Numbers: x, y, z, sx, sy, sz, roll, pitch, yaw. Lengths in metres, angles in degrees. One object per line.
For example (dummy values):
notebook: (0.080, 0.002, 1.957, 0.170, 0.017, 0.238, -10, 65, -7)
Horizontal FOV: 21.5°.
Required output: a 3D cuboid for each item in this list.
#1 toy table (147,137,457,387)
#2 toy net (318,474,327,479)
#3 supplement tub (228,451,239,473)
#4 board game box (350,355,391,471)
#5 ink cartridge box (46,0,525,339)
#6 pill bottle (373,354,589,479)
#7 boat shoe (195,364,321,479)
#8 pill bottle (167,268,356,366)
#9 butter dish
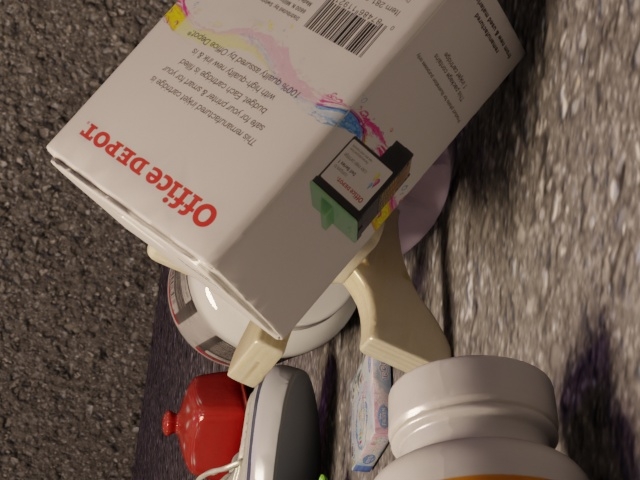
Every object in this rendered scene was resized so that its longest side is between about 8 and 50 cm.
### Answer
toy table: (0.000, 0.000, 1.346, 0.274, 0.252, 0.161, 109, 178, -53)
toy net: (0.003, 0.353, 1.632, 0.122, 0.045, 0.232, -44, 43, 52)
supplement tub: (-0.080, 0.309, 2.003, 0.071, 0.071, 0.107, -101, 19, -56)
board game box: (0.046, 0.153, 1.539, 0.090, 0.020, 0.090, 112, 161, -58)
ink cartridge box: (-0.026, -0.098, 1.200, 0.278, 0.117, 0.201, -50, 50, -8)
pill bottle: (0.094, 0.196, 0.953, 0.136, 0.136, 0.246, 111, 161, -56)
boat shoe: (-0.095, 0.306, 1.777, 0.136, 0.156, 0.367, -21, -63, -67)
pill bottle: (-0.054, 0.036, 1.706, 0.318, 0.176, 0.176, 147, 128, -77)
butter dish: (-0.160, 0.255, 2.321, 0.160, 0.118, 0.160, -105, 24, -63)
